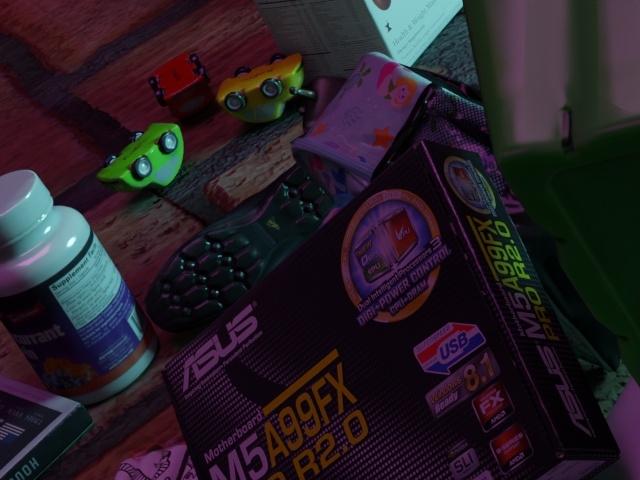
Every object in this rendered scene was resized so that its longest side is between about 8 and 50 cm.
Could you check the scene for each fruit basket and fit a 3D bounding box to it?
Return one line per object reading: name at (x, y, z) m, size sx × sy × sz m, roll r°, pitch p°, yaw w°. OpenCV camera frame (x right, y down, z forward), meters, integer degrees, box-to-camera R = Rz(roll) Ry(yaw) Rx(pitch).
fruit basket at (0.225, -0.098, 0.938) m, size 0.283 × 0.392 × 0.392 m, roll -12°, pitch 32°, yaw 28°

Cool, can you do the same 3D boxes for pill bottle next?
pill bottle at (-0.230, 0.039, 1.492) m, size 0.108 × 0.193 × 0.108 m, roll -22°, pitch 28°, yaw 13°

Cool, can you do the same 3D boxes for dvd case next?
dvd case at (-0.328, 0.209, 1.478) m, size 0.179 × 0.029 × 0.239 m, roll 10°, pitch 47°, yaw 49°

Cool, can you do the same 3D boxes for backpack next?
backpack at (0.099, -0.013, 1.220) m, size 0.191 × 0.225 × 0.253 m, roll -50°, pitch 48°, yaw -2°

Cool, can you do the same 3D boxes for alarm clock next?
alarm clock at (0.069, -0.103, 1.553) m, size 0.192 × 0.064 × 0.129 m, roll 6°, pitch -6°, yaw 5°

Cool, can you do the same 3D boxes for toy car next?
toy car at (-0.143, -0.115, 1.820) m, size 0.239 × 0.053 × 0.225 m, roll 6°, pitch 44°, yaw 48°

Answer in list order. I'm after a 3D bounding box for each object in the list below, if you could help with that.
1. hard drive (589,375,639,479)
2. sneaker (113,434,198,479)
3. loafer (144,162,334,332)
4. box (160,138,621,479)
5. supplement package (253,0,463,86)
hard drive at (0.225, 0.153, 0.952) m, size 0.203 × 0.040 × 0.307 m, roll -2°, pitch 38°, yaw 40°
sneaker at (-0.059, 0.141, 1.279) m, size 0.145 × 0.090 × 0.270 m, roll -5°, pitch 39°, yaw 33°
loafer at (-0.061, 0.005, 1.539) m, size 0.223 × 0.076 × 0.078 m, roll -40°, pitch -5°, yaw -12°
box at (0.030, 0.104, 1.071) m, size 0.270 × 0.060 × 0.216 m, roll -40°, pitch 58°, yaw 33°
supplement package at (0.036, -0.299, 1.800) m, size 0.149 × 0.203 × 0.194 m, roll 0°, pitch 40°, yaw 42°
